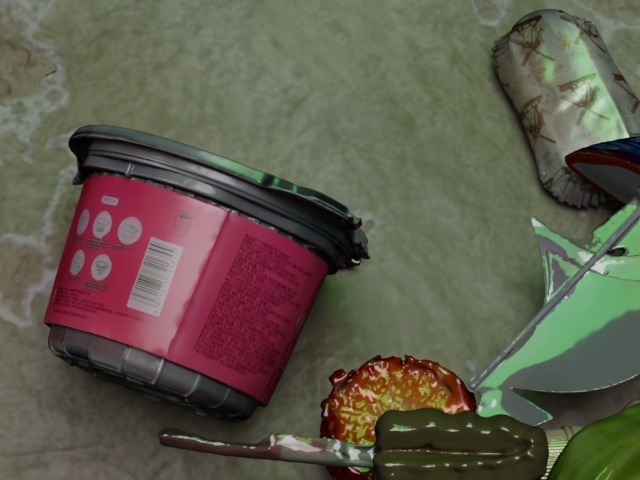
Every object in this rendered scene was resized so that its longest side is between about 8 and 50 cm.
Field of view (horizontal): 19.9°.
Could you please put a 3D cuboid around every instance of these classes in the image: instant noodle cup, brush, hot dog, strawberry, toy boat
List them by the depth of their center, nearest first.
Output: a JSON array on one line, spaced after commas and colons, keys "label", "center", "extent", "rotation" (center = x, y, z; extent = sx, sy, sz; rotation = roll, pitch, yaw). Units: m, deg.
[{"label": "brush", "center": [0.024, 0.168, 1.412], "extent": [0.301, 0.084, 0.071], "rotation": [4, 64, 3]}, {"label": "instant noodle cup", "center": [-0.111, 0.038, 1.479], "extent": [0.258, 0.302, 0.182], "rotation": [25, 79, -25]}, {"label": "toy boat", "center": [0.264, 0.040, 1.496], "extent": [0.219, 0.072, 0.318], "rotation": [14, 58, 19]}, {"label": "strawberry", "center": [0.066, 0.163, 1.498], "extent": [0.145, 0.086, 0.145], "rotation": [1, 67, -3]}, {"label": "hot dog", "center": [0.229, -0.123, 1.648], "extent": [0.108, 0.059, 0.191], "rotation": [-22, 71, 3]}]

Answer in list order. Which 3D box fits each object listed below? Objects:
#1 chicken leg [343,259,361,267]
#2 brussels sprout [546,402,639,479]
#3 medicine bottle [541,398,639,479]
[{"label": "chicken leg", "center": [0.001, 0.002, 1.605], "extent": [0.083, 0.021, 0.036], "rotation": [20, 76, 12]}, {"label": "brussels sprout", "center": [0.291, 0.255, 1.290], "extent": [0.328, 0.247, 0.328], "rotation": [3, 65, -7]}, {"label": "medicine bottle", "center": [0.287, 0.183, 1.481], "extent": [0.252, 0.114, 0.114], "rotation": [-2, 66, -1]}]
